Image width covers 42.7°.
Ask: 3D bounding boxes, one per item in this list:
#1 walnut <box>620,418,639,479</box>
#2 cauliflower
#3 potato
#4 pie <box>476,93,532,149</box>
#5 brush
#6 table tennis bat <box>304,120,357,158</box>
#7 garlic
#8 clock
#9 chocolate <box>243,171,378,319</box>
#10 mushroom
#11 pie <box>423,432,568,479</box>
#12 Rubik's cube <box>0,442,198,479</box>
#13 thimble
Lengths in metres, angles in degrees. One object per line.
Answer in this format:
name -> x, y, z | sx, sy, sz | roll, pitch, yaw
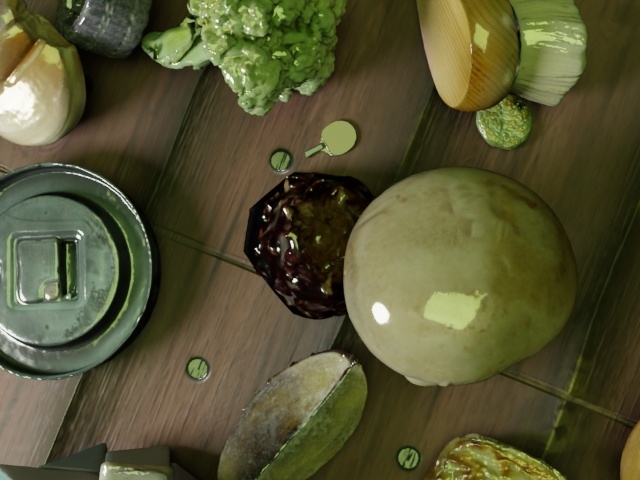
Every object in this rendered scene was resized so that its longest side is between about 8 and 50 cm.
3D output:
walnut -> 0.491, 0.288, 1.039 | 0.195, 0.195, 0.221 | 30, 91, 7
cauliflower -> -0.089, -0.311, 1.145 | 0.260, 0.281, 0.327 | 27, 63, -14
potato -> -0.034, 0.263, 1.154 | 0.261, 0.120, 0.100 | -48, 126, -5
pie -> 0.265, -0.170, 1.179 | 0.085, 0.017, 0.085 | 0, 85, 4
brush -> 0.237, -0.306, 1.130 | 0.166, 0.174, 0.266 | -11, 62, -11
table tennis bat -> 0.014, -0.145, 1.210 | 0.083, 0.007, 0.050 | -27, 84, 2
garlic -> -0.447, -0.229, 1.176 | 0.217, 0.110, 0.228 | 44, 131, -7
clock -> -0.394, 0.045, 1.214 | 0.319, 0.066, 0.319 | 0, 86, 6
chocolate -> 0.000, 0.000, 1.119 | 0.206, 0.177, 0.224 | -39, 84, 3
mushroom -> 0.176, 0.068, 1.045 | 0.292, 0.290, 0.292 | -5, 53, 7
pie -> 0.237, 0.364, 1.112 | 0.205, 0.084, 0.179 | 19, 85, 13
Rubik's cube -> -0.252, 0.440, 1.036 | 0.368, 0.387, 0.358 | 9, 92, -11
thimble -> -0.313, -0.343, 1.188 | 0.098, 0.150, 0.150 | 11, 87, -37
